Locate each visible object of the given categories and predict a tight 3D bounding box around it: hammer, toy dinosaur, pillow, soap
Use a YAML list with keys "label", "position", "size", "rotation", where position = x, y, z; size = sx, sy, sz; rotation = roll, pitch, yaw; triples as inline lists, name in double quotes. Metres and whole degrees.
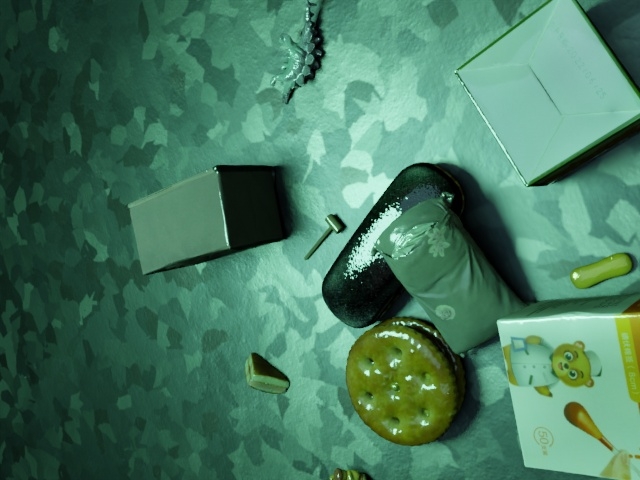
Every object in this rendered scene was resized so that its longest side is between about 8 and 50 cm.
- label: "hammer"
  position: [0.000, 0.000, 1.189]
  size: [0.035, 0.019, 0.110]
  rotation: [50, 121, 18]
- label: "toy dinosaur"
  position: [-0.037, -0.344, 1.156]
  size: [0.082, 0.039, 0.209]
  rotation: [27, 120, 24]
- label: "pillow"
  position: [0.203, 0.059, 0.987]
  size: [0.169, 0.059, 0.255]
  rotation: [-38, 97, 20]
- label: "soap"
  position: [0.411, 0.045, 0.931]
  size: [0.089, 0.012, 0.034]
  rotation: [-26, 82, 32]

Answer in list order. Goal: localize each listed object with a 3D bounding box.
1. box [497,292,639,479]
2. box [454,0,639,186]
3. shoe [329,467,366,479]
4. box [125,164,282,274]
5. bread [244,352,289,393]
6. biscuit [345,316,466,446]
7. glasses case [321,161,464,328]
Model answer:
- label: "box"
  position: [0.430, 0.184, 0.821]
  size: [0.341, 0.143, 0.225]
  rotation: [-11, 90, 45]
- label: "box"
  position: [0.326, -0.200, 0.877]
  size: [0.177, 0.148, 0.195]
  rotation: [-35, 76, 28]
- label: "shoe"
  position: [0.037, 0.472, 1.192]
  size: [0.069, 0.072, 0.109]
  rotation: [28, 122, -14]
- label: "box"
  position: [-0.219, -0.037, 1.227]
  size: [0.252, 0.188, 0.153]
  rotation: [-15, 87, 31]
- label: "bread"
  position: [-0.119, 0.273, 1.273]
  size: [0.109, 0.062, 0.043]
  rotation: [32, 111, 23]
- label: "biscuit"
  position: [0.143, 0.243, 1.098]
  size: [0.220, 0.066, 0.220]
  rotation: [7, 103, 34]
- label: "glasses case"
  position: [0.117, 0.013, 1.075]
  size: [0.122, 0.082, 0.321]
  rotation: [43, 116, 18]
